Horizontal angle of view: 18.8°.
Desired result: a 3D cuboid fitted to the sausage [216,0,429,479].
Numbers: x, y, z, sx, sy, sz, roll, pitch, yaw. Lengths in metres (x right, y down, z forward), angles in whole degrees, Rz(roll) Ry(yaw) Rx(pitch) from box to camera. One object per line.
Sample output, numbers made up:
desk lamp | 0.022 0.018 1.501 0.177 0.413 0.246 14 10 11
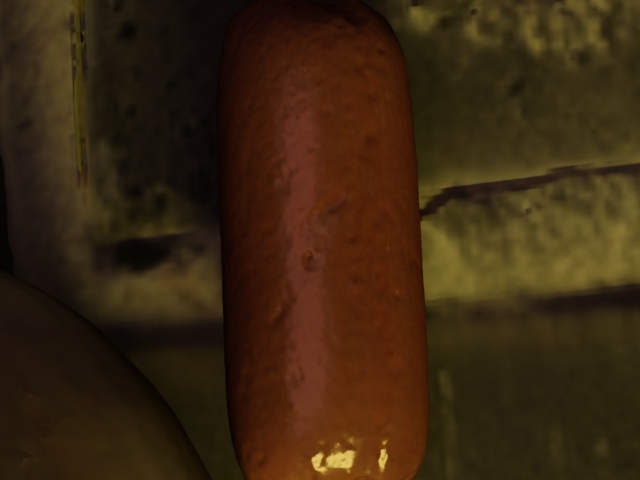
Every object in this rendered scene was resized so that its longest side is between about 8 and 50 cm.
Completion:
sausage | 0.000 0.000 0.590 0.062 0.062 0.154 -6 81 17

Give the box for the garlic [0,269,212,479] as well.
garlic | -0.135 0.141 0.578 0.325 0.132 0.279 4 84 21
